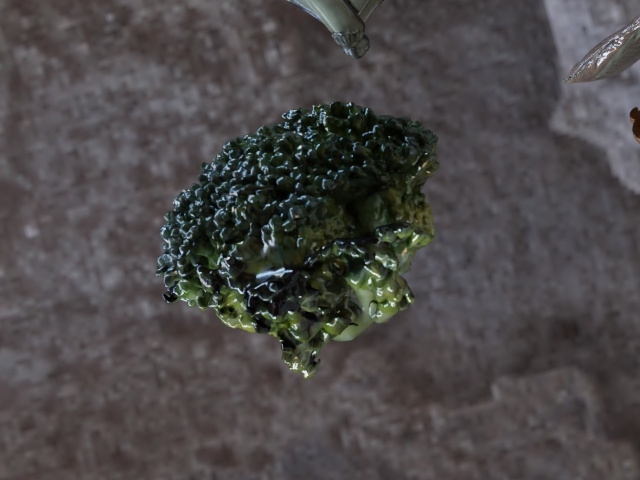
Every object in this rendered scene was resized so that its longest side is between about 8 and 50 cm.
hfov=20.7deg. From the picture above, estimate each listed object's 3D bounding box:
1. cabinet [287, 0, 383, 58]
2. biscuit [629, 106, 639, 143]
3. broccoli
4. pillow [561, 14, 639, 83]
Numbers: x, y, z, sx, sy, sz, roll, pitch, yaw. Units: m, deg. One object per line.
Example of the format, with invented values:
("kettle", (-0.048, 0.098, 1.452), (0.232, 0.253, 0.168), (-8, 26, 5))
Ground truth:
("cabinet", (0.009, -0.399, 1.878), (0.227, 0.290, 0.318), (36, 180, 20))
("biscuit", (0.401, -0.146, 2.072), (0.015, 0.078, 0.091), (54, -125, -37))
("broccoli", (-0.015, -0.017, 2.005), (0.272, 0.324, 0.334), (38, -120, -8))
("pillow", (0.385, -0.246, 2.081), (0.135, 0.211, 0.034), (-14, -108, -43))
